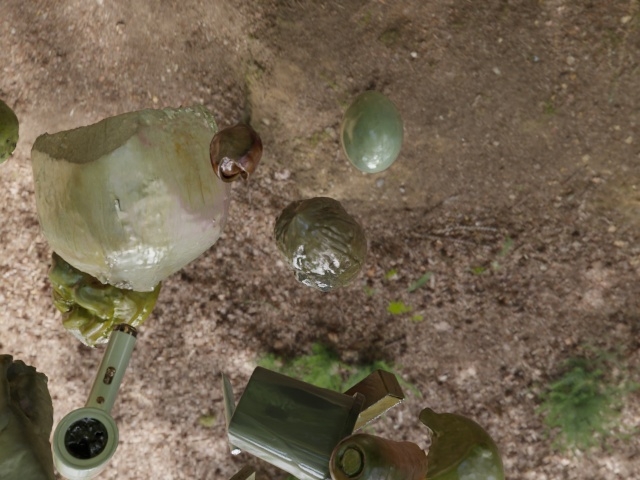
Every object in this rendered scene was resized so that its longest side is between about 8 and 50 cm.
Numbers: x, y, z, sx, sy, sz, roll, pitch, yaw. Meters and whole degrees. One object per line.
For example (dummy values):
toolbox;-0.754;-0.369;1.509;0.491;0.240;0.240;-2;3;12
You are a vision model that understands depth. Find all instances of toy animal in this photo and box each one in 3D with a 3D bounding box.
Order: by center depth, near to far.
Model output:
toy animal;0.297;0.503;1.342;0.180;0.181;0.363;-8;128;24

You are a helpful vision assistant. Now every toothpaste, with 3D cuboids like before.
toothpaste;-0.225;0.432;1.673;0.033;0.218;0.052;-22;137;6

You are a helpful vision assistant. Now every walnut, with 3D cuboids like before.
walnut;-0.002;0.002;1.252;0.178;0.178;0.230;-29;149;6

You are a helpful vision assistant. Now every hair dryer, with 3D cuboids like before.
hair dryer;-0.475;0.331;1.456;0.128;0.362;0.203;19;150;-12

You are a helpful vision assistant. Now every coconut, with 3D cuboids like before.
coconut;-0.376;-0.075;1.364;0.405;0.404;0.404;-8;127;-10

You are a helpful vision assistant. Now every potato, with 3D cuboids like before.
potato;-0.840;-0.301;1.554;0.272;0.111;0.160;37;81;-16

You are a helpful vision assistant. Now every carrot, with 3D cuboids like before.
carrot;0.080;0.295;0.851;0.087;0.087;0.193;-37;146;12

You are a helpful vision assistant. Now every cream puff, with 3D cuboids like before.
cream puff;-0.620;0.138;1.872;0.291;0.324;0.257;-21;146;-55

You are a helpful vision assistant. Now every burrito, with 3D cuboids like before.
burrito;-0.488;0.323;1.016;0.135;0.332;0.190;-48;134;8

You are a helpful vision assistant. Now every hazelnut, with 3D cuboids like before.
hazelnut;-0.119;-0.124;0.951;0.086;0.086;0.086;-8;127;-10

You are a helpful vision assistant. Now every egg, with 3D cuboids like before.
egg;0.091;-0.196;1.190;0.114;0.152;0.114;-3;166;-1

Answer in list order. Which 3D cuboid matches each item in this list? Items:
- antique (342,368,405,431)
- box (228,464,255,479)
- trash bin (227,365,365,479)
antique;0.085;0.486;1.892;0.310;0.087;0.093;-39;142;19
box;-0.143;0.444;1.181;0.053;0.024;0.083;-30;138;-42
trash bin;-0.059;0.411;1.477;0.250;0.219;0.219;21;149;7
